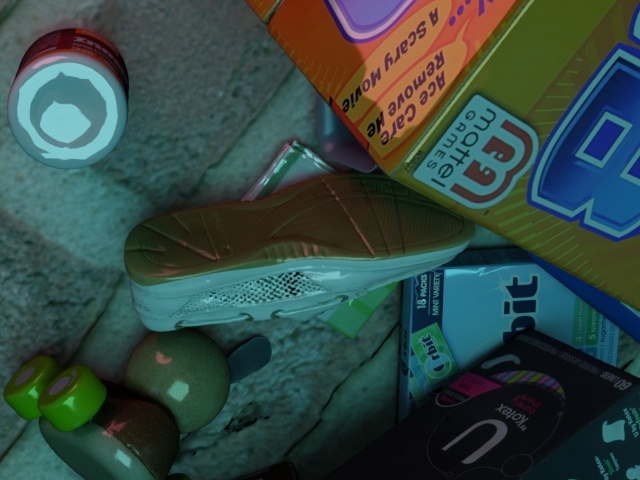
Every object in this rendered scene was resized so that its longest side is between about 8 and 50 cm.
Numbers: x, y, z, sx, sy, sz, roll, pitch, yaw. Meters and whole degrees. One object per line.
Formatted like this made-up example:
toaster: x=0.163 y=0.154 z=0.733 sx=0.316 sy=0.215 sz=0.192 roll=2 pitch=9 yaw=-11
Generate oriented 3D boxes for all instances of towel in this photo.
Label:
towel: x=0.000 y=0.000 z=1.324 sx=0.152 sy=0.023 sz=0.113 roll=36 pitch=103 yaw=-19

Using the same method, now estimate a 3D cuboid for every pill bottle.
pill bottle: x=-0.185 y=-0.111 z=1.192 sx=0.086 sy=0.152 sz=0.086 roll=-2 pitch=108 yaw=-6

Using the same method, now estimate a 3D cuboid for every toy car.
toy car: x=-0.130 y=0.119 z=1.312 sx=0.188 sy=0.149 sz=0.155 roll=-47 pitch=114 yaw=-21

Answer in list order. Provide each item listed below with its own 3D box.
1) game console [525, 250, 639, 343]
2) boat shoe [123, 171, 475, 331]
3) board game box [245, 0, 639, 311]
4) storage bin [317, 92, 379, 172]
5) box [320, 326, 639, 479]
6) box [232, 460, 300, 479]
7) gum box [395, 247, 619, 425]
game console: x=0.337 y=-0.040 z=1.297 sx=0.250 sy=0.173 sz=0.293 roll=-25 pitch=137 yaw=33
boat shoe: x=-0.016 y=0.017 z=1.273 sx=0.277 sy=0.098 sz=0.096 roll=-7 pitch=135 yaw=-8
board game box: x=0.196 y=-0.197 z=0.987 sx=0.357 sy=0.356 sz=0.356 roll=26 pitch=108 yaw=-37
storage bin: x=0.054 y=-0.131 z=1.255 sx=0.091 sy=0.098 sz=0.135 roll=-11 pitch=111 yaw=-32
box: x=0.129 y=0.214 z=1.244 sx=0.270 sy=0.165 sz=0.143 roll=-35 pitch=115 yaw=-17
box: x=-0.050 y=0.403 z=1.390 sx=0.191 sy=0.143 sz=0.381 roll=-17 pitch=108 yaw=-2
gum box: x=0.158 y=0.086 z=1.349 sx=0.184 sy=0.041 sz=0.157 roll=-2 pitch=110 yaw=-11
